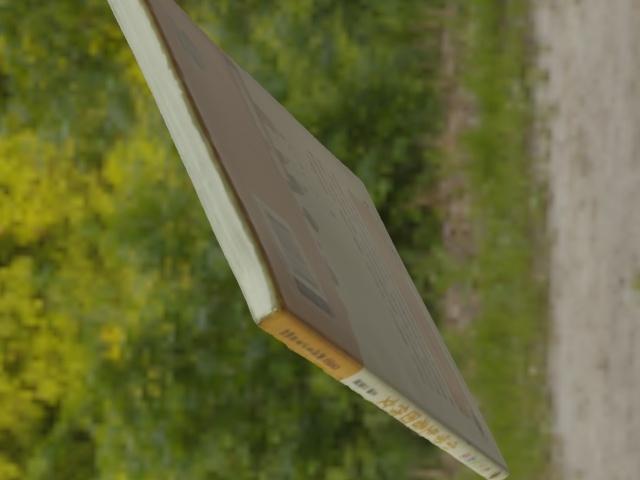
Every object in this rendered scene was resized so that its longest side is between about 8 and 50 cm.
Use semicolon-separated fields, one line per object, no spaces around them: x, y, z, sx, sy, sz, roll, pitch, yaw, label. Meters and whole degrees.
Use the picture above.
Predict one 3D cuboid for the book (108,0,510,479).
0.000;0.000;0.983;0.295;0.020;0.208;40;-160;-58;book
